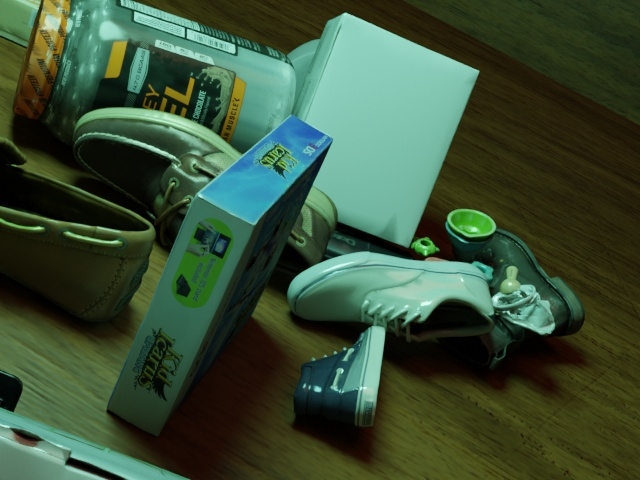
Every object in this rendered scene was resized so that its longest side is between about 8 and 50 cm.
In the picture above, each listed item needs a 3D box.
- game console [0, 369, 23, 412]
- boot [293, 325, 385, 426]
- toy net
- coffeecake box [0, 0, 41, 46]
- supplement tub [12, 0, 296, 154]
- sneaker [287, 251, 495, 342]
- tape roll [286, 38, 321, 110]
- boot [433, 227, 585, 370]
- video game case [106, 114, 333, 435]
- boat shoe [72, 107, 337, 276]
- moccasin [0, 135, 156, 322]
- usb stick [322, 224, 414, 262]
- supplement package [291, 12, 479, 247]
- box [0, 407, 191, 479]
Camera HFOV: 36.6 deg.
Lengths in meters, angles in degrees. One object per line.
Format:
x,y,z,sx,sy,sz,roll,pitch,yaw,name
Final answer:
-0.310,0.140,0.747,0.122,0.107,0.071,23,-2,-7,game console
0.023,0.138,1.053,0.086,0.069,0.190,7,15,5,boot
0.219,0.041,1.269,0.122,0.045,0.232,-9,38,-28,toy net
-0.454,-0.373,1.559,0.142,0.068,0.185,23,26,-3,coffeecake box
-0.221,-0.200,1.292,0.338,0.207,0.207,14,28,-21,supplement tub
0.092,0.073,1.158,0.258,0.094,0.091,-2,39,-14,sneaker
0.020,-0.196,1.485,0.219,0.219,0.072,22,27,-8,tape roll
0.214,0.069,1.328,0.229,0.091,0.263,-9,35,-38,boot
-0.090,0.025,0.953,0.061,0.244,0.269,29,27,4,video game case
-0.148,-0.048,1.170,0.342,0.123,0.123,25,46,-8,boat shoe
-0.348,-0.056,0.981,0.380,0.147,0.139,29,26,6,moccasin
0.000,0.000,1.306,0.278,0.045,0.077,21,33,-10,usb stick
0.065,-0.151,1.349,0.204,0.261,0.145,21,5,-11,supplement package
-0.193,0.173,0.595,0.262,0.126,0.231,23,-12,-7,box
